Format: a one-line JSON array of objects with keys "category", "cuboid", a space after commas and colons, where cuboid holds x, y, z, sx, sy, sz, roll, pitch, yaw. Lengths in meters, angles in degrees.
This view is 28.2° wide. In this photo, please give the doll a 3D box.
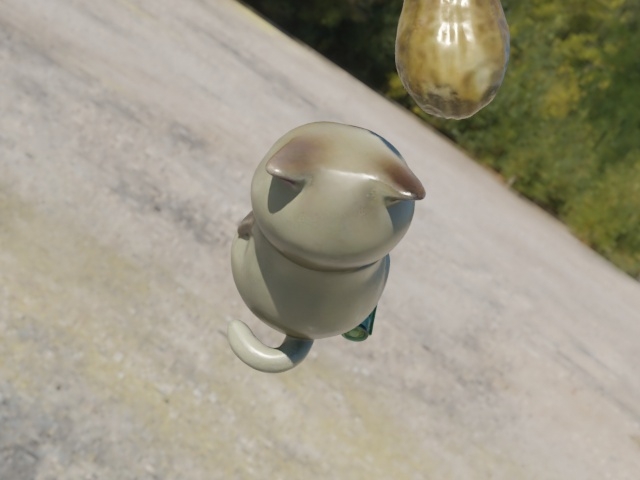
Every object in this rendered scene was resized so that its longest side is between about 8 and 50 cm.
[{"category": "doll", "cuboid": [0.001, -0.011, 1.629, 0.215, 0.370, 0.226, 16, 49, -3]}]

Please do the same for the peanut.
[{"category": "peanut", "cuboid": [0.095, -0.179, 0.918, 0.089, 0.192, 0.089, 2, -8, 0]}]

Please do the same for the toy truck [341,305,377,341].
[{"category": "toy truck", "cuboid": [-0.029, 0.053, 1.953, 0.259, 0.135, 0.128, 43, 44, -34]}]
